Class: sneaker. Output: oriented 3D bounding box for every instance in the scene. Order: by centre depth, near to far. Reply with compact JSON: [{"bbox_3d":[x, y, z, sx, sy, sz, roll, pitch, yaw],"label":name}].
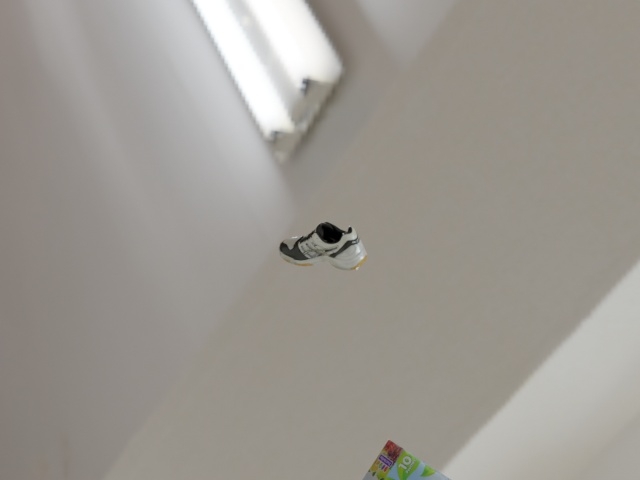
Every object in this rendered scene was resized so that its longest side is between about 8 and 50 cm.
[{"bbox_3d":[0.000,0.000,1.186,0.083,0.032,0.037,3,-54,35],"label":"sneaker"}]

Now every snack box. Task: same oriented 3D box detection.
[{"bbox_3d":[0.089,0.249,1.254,0.100,0.141,0.037,-57,-157,-6],"label":"snack box"}]
